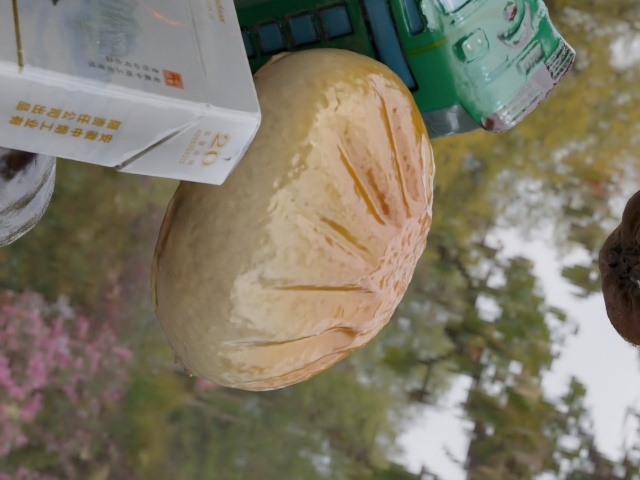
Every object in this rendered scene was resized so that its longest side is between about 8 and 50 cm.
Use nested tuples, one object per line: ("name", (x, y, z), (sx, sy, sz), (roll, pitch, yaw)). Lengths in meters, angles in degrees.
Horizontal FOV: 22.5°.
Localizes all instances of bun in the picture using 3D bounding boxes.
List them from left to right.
("bun", (0.000, 0.000, 1.305), (0.299, 0.164, 0.299), (-48, 156, -30))

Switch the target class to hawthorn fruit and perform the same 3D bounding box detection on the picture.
("hawthorn fruit", (0.428, 0.035, 1.728), (0.199, 0.251, 0.199), (-173, -90, -72))

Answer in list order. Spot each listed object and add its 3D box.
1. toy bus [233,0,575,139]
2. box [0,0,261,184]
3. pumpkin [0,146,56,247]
("toy bus", (0.037, -0.193, 1.487), (0.343, 0.199, 0.183), (-7, -153, 39))
("box", (-0.158, -0.123, 0.910), (0.067, 0.233, 0.149), (-51, -140, 42))
("pumpkin", (-0.305, -0.105, 1.433), (0.325, 0.242, 0.232), (126, -50, -71))
